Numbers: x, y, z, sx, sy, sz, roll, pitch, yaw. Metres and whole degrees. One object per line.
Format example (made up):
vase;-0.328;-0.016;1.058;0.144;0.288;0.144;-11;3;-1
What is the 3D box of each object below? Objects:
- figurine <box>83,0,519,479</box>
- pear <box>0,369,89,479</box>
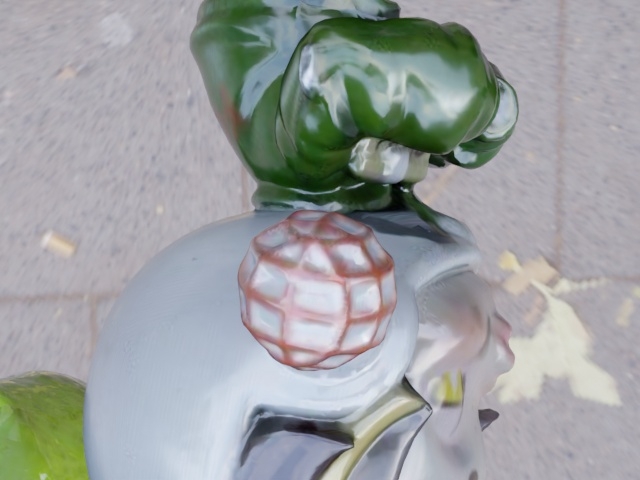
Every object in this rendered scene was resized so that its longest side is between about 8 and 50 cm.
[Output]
figurine;0.000;0.000;0.716;0.167;0.281;0.370;8;88;12
pear;-0.193;0.218;0.933;0.342;0.238;0.318;9;67;31
